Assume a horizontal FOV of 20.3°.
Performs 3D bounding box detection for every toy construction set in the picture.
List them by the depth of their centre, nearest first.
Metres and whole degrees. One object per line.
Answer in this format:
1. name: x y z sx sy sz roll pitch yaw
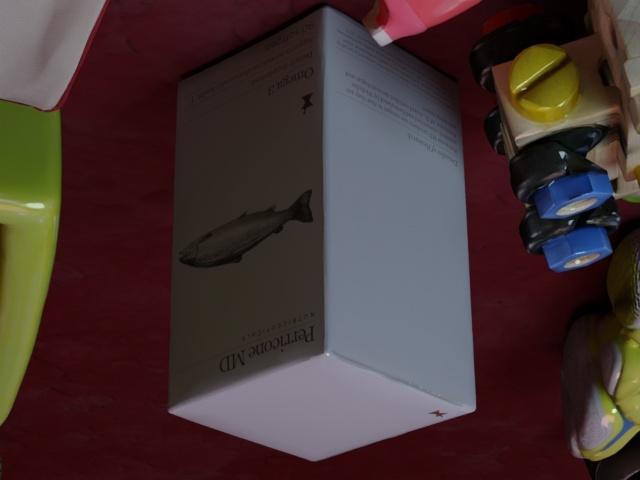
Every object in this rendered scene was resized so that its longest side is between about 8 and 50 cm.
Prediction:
1. toy construction set: 0.184 -0.061 0.790 0.215 0.151 0.327 -18 150 4

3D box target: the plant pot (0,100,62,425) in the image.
1. plant pot: -0.217 -0.063 0.694 0.228 0.207 0.227 6 153 -13

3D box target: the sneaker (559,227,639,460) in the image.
1. sneaker: 0.226 0.073 1.110 0.126 0.091 0.240 1 153 -5

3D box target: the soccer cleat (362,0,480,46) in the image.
1. soccer cleat: 0.016 -0.168 0.652 0.095 0.083 0.248 -34 144 1

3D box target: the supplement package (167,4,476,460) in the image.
1. supplement package: 0.000 0.000 0.855 0.105 0.179 0.105 -23 146 37

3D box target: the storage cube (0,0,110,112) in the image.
1. storage cube: -0.134 -0.171 0.491 0.184 0.193 0.215 9 151 -18

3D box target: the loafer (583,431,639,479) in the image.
1. loafer: 0.286 0.143 1.266 0.220 0.078 0.080 -18 149 32

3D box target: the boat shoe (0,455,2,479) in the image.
1. boat shoe: -0.384 0.161 1.277 0.307 0.110 0.104 -4 152 -15
